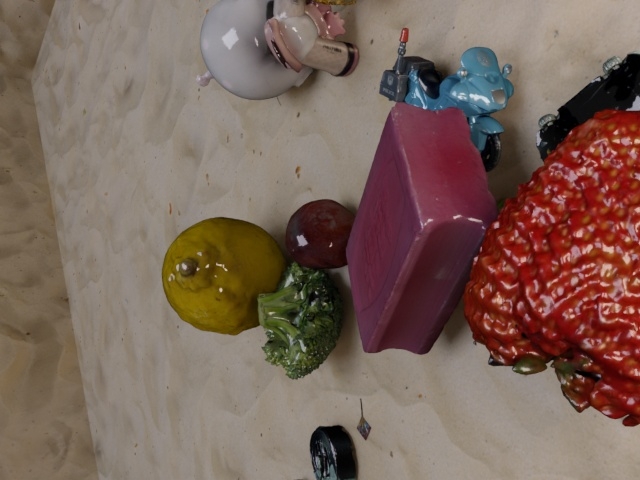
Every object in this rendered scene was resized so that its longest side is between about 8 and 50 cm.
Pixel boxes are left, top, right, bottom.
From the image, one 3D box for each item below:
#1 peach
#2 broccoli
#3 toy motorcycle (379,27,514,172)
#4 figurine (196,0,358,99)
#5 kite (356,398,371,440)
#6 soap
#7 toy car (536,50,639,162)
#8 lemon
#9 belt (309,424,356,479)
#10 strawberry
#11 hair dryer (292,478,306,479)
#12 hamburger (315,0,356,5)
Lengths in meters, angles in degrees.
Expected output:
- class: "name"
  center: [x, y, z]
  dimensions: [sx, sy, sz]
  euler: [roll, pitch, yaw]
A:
- class: "peach"
  center: [0.000, 0.000, 1.400]
  dimensions: [0.152, 0.152, 0.151]
  euler: [2, 92, 55]
- class: "broccoli"
  center: [-0.041, 0.155, 1.438]
  dimensions: [0.198, 0.176, 0.226]
  euler: [-21, 89, 56]
- class: "toy motorcycle"
  center: [0.202, -0.232, 1.133]
  dimensions: [0.272, 0.124, 0.182]
  euler: [40, 133, 46]
- class: "figurine"
  center: [-0.116, -0.421, 1.462]
  dimensions: [0.361, 0.211, 0.253]
  euler: [6, 122, 56]
- class: "kite"
  center: [0.088, 0.359, 1.405]
  dimensions: [0.044, 0.002, 0.078]
  euler: [19, 107, 53]
- class: "soap"
  center: [0.143, -0.002, 1.099]
  dimensions: [0.359, 0.128, 0.232]
  euler: [105, 162, -52]
- class: "toy car"
  center: [0.375, -0.165, 0.941]
  dimensions: [0.205, 0.056, 0.095]
  euler: [-44, 56, 42]
- class: "lemon"
  center: [-0.209, 0.074, 1.560]
  dimensions: [0.316, 0.286, 0.285]
  euler: [121, 137, -64]
- class: "belt"
  center: [0.022, 0.450, 1.451]
  dimensions: [0.105, 0.058, 0.139]
  euler: [-34, 65, 54]
- class: "strawberry"
  center: [0.352, 0.023, 0.825]
  dimensions: [0.312, 0.267, 0.351]
  euler: [27, 104, 28]
- class: "hair dryer"
  center: [-0.094, 0.611, 1.639]
  dimensions: [0.220, 0.054, 0.195]
  euler: [25, 111, 59]
- class: "hamburger"
  center: [0.019, -0.566, 1.256]
  dimensions: [0.179, 0.276, 0.293]
  euler: [-3, 74, 48]
